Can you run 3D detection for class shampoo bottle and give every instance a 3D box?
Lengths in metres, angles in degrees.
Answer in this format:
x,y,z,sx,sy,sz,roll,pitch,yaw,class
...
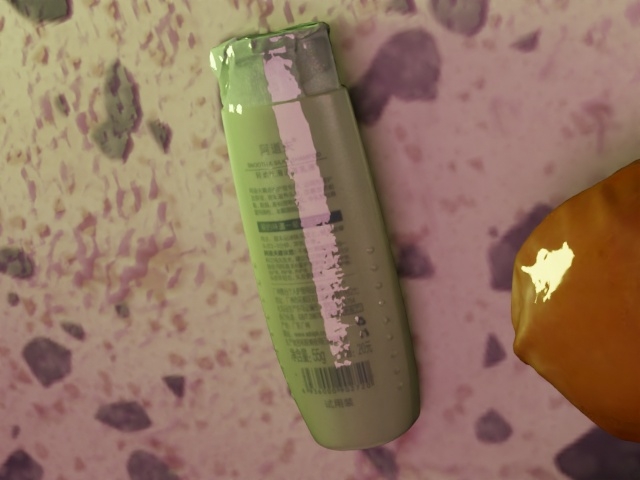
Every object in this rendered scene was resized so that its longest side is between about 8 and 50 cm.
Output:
x,y,z,sx,sy,sz,roll,pitch,yaw,class
0.000,0.000,0.595,0.072,0.049,0.212,-5,106,24,shampoo bottle

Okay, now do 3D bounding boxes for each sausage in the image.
x,y,z,sx,sy,sz,roll,pitch,yaw,class
0.205,0.012,0.486,0.258,0.133,0.133,-8,104,26,sausage
